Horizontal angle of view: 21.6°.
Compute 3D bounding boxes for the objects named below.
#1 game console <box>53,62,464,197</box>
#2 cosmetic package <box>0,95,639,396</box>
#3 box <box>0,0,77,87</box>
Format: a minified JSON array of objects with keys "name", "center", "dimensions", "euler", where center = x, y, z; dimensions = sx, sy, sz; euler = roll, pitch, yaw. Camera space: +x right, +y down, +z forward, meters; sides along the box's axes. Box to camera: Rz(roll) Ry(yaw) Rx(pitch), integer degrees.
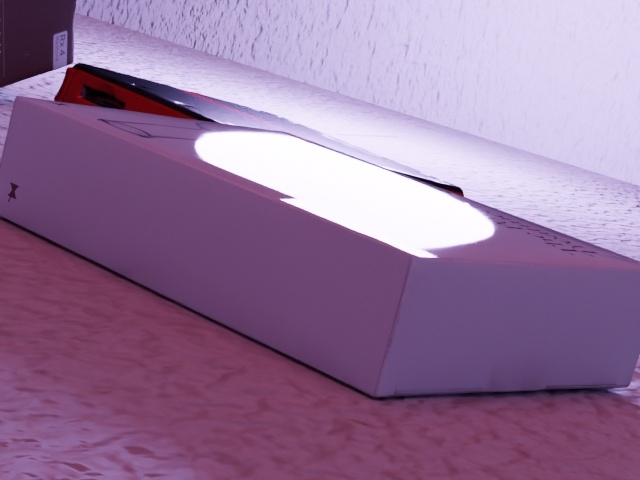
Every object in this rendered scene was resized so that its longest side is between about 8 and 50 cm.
[{"name":"game console","center":[-0.078,-0.106,1.856],"dimensions":[0.342,0.060,0.386],"euler":[12,9,-39]},{"name":"cosmetic package","center":[0.000,0.000,1.164],"dimensions":[0.377,0.097,0.284],"euler":[22,14,39]},{"name":"box","center":[-0.396,-0.277,1.843],"dimensions":[0.203,0.169,0.167],"euler":[21,29,30]}]
